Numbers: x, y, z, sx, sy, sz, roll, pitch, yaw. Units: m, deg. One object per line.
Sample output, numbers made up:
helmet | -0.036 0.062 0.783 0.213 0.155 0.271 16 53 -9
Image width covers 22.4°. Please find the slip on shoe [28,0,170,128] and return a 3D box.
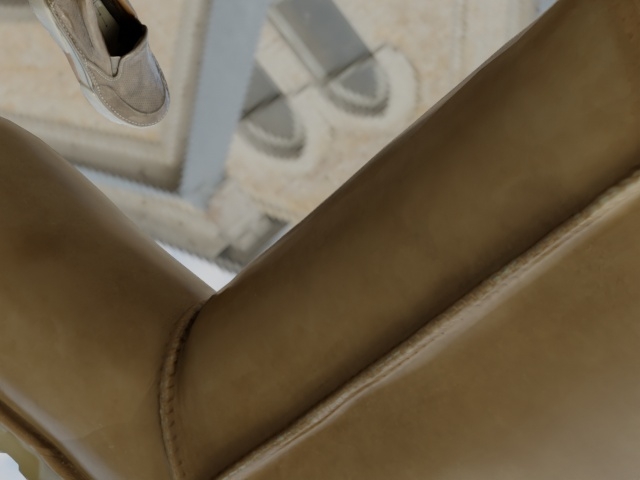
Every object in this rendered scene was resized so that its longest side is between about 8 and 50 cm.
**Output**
slip on shoe | -0.116 -0.111 0.923 0.041 0.135 0.051 7 -124 31

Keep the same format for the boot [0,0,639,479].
boot | 0.000 0.000 0.462 0.269 0.236 0.089 -36 -175 41
